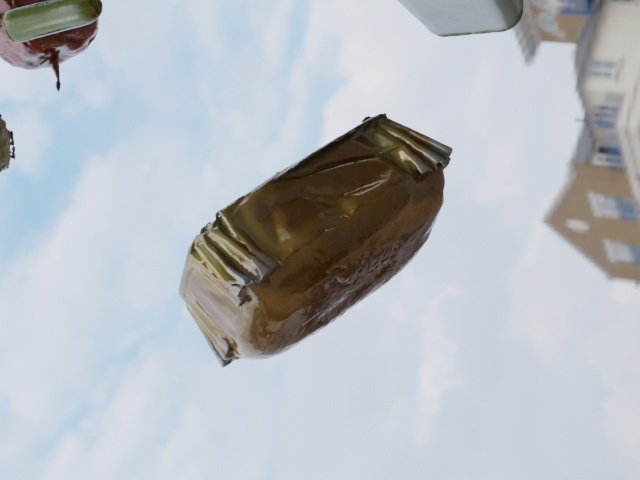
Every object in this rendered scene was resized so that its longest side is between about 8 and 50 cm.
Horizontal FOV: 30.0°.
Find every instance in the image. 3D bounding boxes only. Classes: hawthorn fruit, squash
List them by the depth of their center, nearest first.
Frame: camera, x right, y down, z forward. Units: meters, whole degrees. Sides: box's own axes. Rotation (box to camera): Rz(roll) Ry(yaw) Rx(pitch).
[{"bbox_3d":[-0.211,-0.180,0.955,0.027,0.083,0.027,-9,-90,-72],"label":"squash"},{"bbox_3d":[-0.432,-0.341,1.856,0.207,0.207,0.243,4,-118,-63],"label":"hawthorn fruit"}]

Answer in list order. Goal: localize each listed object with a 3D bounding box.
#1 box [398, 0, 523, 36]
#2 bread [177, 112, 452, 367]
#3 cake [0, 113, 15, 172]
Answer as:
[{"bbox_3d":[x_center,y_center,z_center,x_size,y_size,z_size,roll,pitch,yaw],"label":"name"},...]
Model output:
[{"bbox_3d":[0.180,-0.479,1.638,0.344,0.177,0.352,11,-103,-73],"label":"box"},{"bbox_3d":[0.000,0.000,1.006,0.241,0.107,0.136,-34,-22,-33],"label":"bread"},{"bbox_3d":[-0.373,-0.079,1.262,0.121,0.052,0.065,-64,-14,-46],"label":"cake"}]
